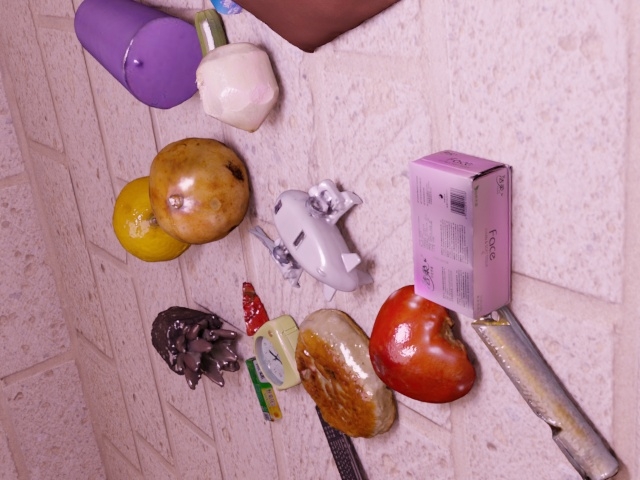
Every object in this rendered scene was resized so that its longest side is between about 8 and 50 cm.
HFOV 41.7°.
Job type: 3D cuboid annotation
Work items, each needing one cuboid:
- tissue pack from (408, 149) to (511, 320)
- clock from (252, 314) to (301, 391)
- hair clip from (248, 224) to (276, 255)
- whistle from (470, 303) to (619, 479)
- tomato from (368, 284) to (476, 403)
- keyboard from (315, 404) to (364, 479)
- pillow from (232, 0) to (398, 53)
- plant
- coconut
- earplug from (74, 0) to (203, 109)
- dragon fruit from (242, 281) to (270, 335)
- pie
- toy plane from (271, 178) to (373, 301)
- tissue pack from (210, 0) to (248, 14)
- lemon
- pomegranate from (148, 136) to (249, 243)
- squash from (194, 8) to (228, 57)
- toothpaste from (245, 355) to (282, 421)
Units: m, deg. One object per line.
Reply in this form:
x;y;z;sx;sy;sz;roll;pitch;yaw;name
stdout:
0.228;-0.014;1.383;0.148;0.092;0.246;24;127;48;tissue pack
-0.105;0.291;2.105;0.170;0.069;0.232;63;150;8;clock
-0.131;0.007;2.009;0.115;0.030;0.039;46;143;33;hair clip
0.364;0.248;1.369;0.068;0.057;0.326;-37;71;12;whistle
0.168;0.210;1.567;0.233;0.139;0.200;62;155;10;tomato
0.078;0.566;2.014;0.381;0.041;0.103;63;149;9;keyboard
-0.055;-0.449;1.435;0.308;0.108;0.305;33;160;-25;pillow
-0.352;0.287;2.379;0.320;0.181;0.194;18;118;50;plant
-0.172;-0.312;1.749;0.171;0.171;0.183;-13;89;59;coconut
-0.468;-0.494;2.075;0.456;0.215;0.215;37;137;46;earplug
-0.185;0.177;2.162;0.097;0.063;0.131;13;119;53;dragon fruit
0.041;0.304;1.870;0.315;0.092;0.315;35;137;41;pie
-0.004;0.000;1.722;0.267;0.122;0.267;7;100;42;toy plane
-0.156;-0.584;1.586;0.209;0.137;0.269;61;147;9;tissue pack
-0.446;-0.063;2.267;0.253;0.228;0.228;-119;26;-49;lemon
-0.288;-0.118;1.981;0.260;0.260;0.260;34;135;43;pomegranate
-0.232;-0.402;1.884;0.066;0.066;0.229;11;117;54;squash
-0.154;0.402;2.278;0.043;0.037;0.178;-8;101;62;toothpaste
